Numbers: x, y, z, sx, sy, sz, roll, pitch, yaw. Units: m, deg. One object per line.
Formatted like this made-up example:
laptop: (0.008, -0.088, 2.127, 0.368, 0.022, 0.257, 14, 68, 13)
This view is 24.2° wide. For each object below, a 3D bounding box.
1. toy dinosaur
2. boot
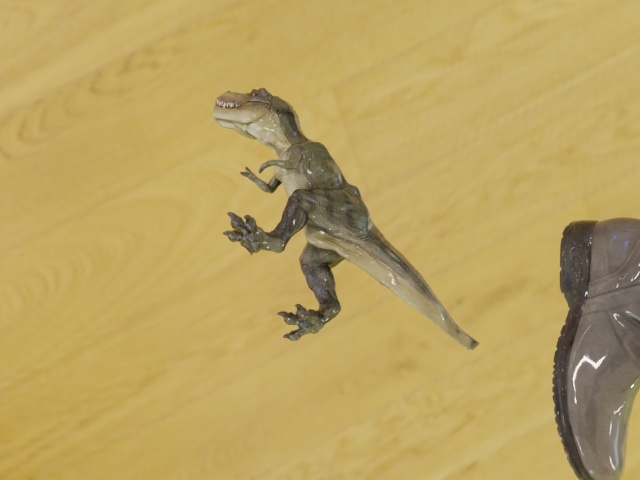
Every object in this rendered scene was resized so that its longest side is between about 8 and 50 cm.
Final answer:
toy dinosaur: (0.000, 0.000, 1.077, 0.268, 0.064, 0.118, 50, 54, 2)
boot: (0.395, 0.121, 1.747, 0.118, 0.222, 0.338, 15, 73, -56)
